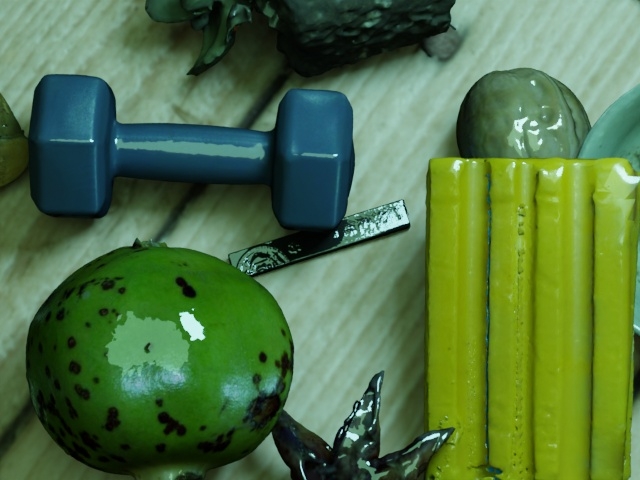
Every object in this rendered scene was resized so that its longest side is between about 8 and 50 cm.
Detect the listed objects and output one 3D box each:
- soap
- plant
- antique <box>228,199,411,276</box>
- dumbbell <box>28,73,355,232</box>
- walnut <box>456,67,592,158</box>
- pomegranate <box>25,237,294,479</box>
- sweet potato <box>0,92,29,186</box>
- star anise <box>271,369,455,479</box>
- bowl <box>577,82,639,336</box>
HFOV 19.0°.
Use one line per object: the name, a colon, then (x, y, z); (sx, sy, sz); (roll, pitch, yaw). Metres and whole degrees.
soap: (0.204, 0.080, 1.828); (0.204, 0.096, 0.324); (2, 94, 14)
plant: (-0.027, -0.285, 1.948); (0.312, 0.213, 0.215); (-9, 75, -6)
antique: (0.000, 0.000, 1.960); (0.192, 0.015, 0.031); (-18, 74, -7)
dumbbell: (-0.127, -0.086, 1.911); (0.325, 0.160, 0.144); (3, 29, 1)
walnut: (0.209, -0.098, 1.938); (0.140, 0.140, 0.162); (-18, 59, -7)
pomegranate: (-0.149, 0.129, 1.806); (0.254, 0.254, 0.270); (-10, 77, -5)
sweet potato: (-0.424, -0.146, 1.958); (0.286, 0.085, 0.112); (22, 77, 6)
star anise: (0.026, 0.258, 1.799); (0.272, 0.102, 0.271); (1, 93, 21)
bowl: (0.399, -0.031, 1.894); (0.289, 0.146, 0.289); (1, 93, 17)
